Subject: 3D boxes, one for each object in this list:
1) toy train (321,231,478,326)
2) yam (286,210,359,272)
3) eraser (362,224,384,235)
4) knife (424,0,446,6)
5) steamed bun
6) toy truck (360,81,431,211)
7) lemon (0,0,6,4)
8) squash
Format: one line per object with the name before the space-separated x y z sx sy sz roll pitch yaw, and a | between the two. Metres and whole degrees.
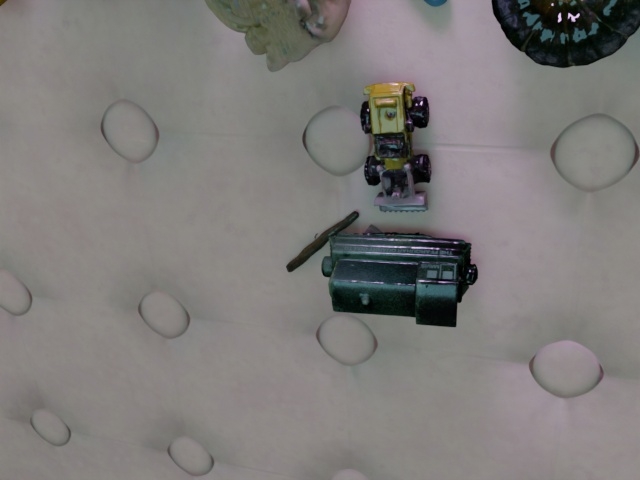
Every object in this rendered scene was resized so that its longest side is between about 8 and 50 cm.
toy train | 0.157 0.078 1.394 0.331 0.178 0.138 2 122 11
yam | 0.001 0.001 1.516 0.027 0.029 0.234 31 125 -30
eraser | 0.102 0.006 1.483 0.038 0.019 0.083 34 122 -1
knife | 0.153 -0.509 1.189 0.064 0.031 0.222 -33 102 27
steamed bun | -0.064 -0.474 1.199 0.268 0.207 0.280 50 152 -18
toy truck | 0.146 -0.169 1.324 0.136 0.111 0.285 0 119 18
lemon | -0.719 -0.586 1.342 0.245 0.245 0.320 42 121 -5
squash | 0.400 -0.406 1.074 0.252 0.165 0.252 8 116 17
